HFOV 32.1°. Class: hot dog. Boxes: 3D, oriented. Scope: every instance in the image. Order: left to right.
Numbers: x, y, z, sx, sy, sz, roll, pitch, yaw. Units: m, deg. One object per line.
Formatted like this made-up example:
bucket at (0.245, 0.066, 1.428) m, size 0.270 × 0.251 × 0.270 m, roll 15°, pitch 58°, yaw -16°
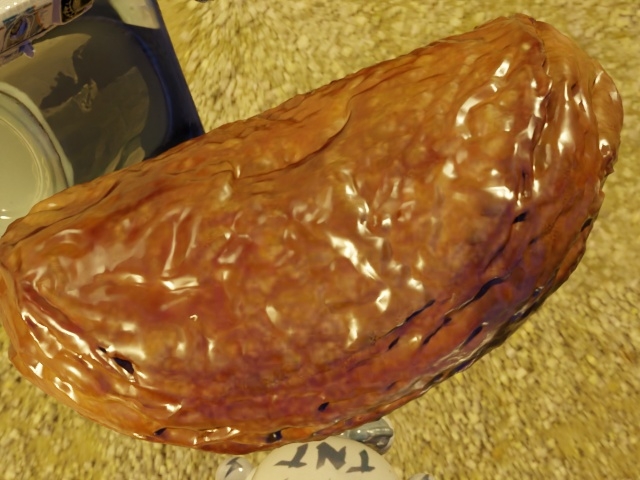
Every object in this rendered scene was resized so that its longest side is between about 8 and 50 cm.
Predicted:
hot dog at (0.000, 0.000, 0.680) m, size 0.387 × 0.267 × 0.174 m, roll -21°, pitch 106°, yaw 7°

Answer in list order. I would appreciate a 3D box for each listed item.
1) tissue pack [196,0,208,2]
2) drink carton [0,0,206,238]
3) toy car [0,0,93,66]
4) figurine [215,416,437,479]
tissue pack at (-0.062, -0.428, 1.080) m, size 0.242 × 0.160 × 0.338 m, roll -16°, pitch 63°, yaw 26°
drink carton at (-0.234, -0.096, 0.973) m, size 0.191 × 0.190 × 0.185 m, roll -5°, pitch 120°, yaw 26°
toy car at (-0.208, -0.138, 0.652) m, size 0.080 × 0.171 × 0.070 m, roll 38°, pitch 134°, yaw 7°
figurine at (0.009, 0.262, 1.320) m, size 0.261 × 0.382 × 0.186 m, roll -7°, pitch 132°, yaw 14°
